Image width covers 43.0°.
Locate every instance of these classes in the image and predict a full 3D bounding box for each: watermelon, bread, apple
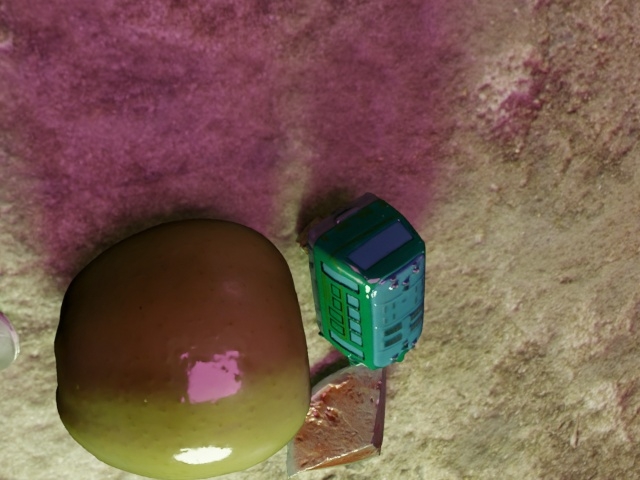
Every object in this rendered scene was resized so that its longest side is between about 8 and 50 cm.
[{"bbox_3d":[0.046,0.411,1.789,0.260,0.176,0.256,-15,111,7],"label":"watermelon"},{"bbox_3d":[-0.001,-0.001,1.639,0.070,0.077,0.083,42,91,-21],"label":"bread"},{"bbox_3d":[-0.236,0.192,1.410,0.474,0.473,0.473,-9,115,-21],"label":"apple"}]

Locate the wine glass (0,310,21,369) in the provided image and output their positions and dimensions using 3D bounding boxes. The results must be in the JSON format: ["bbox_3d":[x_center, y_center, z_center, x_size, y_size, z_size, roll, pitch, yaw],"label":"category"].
[{"bbox_3d":[-0.638,0.222,1.307,0.143,0.321,0.143,10,116,20],"label":"wine glass"}]

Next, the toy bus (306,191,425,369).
[{"bbox_3d":[0.100,0.097,1.587,0.184,0.199,0.343,-34,143,-23],"label":"toy bus"}]
